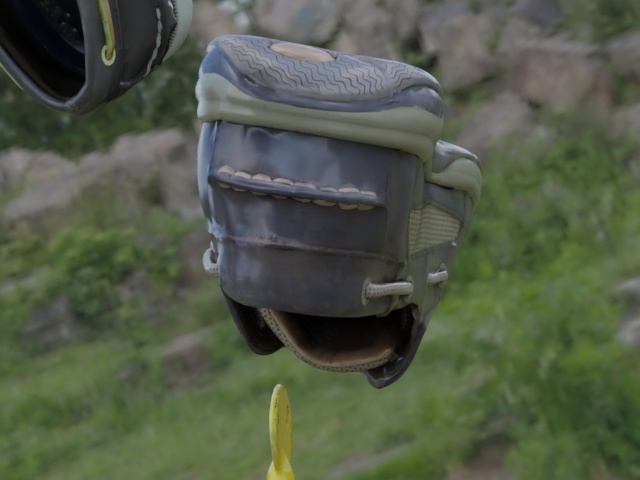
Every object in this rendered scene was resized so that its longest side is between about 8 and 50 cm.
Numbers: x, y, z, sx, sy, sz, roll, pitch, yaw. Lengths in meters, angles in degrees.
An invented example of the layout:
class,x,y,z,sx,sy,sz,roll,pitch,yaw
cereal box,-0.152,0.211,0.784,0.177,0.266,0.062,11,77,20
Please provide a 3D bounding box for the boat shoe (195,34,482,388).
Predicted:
class,x,y,z,sx,sy,sz,roll,pitch,yaw
boat shoe,0.000,0.000,0.869,0.132,0.130,0.355,10,-6,12

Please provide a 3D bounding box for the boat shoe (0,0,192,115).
class,x,y,z,sx,sy,sz,roll,pitch,yaw
boat shoe,-0.125,-0.152,0.639,0.081,0.227,0.068,-22,17,30

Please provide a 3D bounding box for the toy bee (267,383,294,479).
class,x,y,z,sx,sy,sz,roll,pitch,yaw
toy bee,-0.051,0.193,1.005,0.298,0.195,0.162,-18,-11,-18
